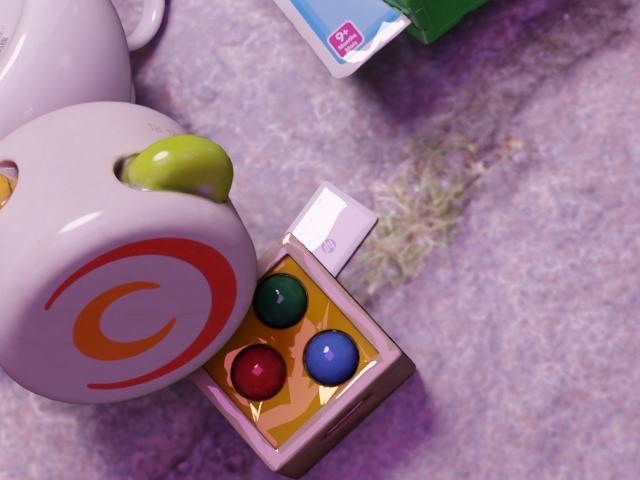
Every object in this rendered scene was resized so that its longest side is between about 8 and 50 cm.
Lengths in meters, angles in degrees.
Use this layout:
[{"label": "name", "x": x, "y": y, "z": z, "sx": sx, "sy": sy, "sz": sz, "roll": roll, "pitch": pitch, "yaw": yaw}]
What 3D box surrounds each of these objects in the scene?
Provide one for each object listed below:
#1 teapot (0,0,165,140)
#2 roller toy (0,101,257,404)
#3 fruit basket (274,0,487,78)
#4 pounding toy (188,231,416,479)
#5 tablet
[{"label": "teapot", "x": -0.232, "y": -0.105, "z": 1.344, "sx": 0.256, "sy": 0.187, "sz": 0.252, "roll": -36, "pitch": 44, "yaw": 18}, {"label": "roller toy", "x": -0.155, "y": 0.006, "z": 1.217, "sx": 0.209, "sy": 0.191, "sz": 0.146, "roll": -25, "pitch": 50, "yaw": -7}, {"label": "fruit basket", "x": 0.046, "y": -0.344, "z": 1.358, "sx": 0.327, "sy": 0.165, "sz": 0.353, "roll": -36, "pitch": 70, "yaw": 0}, {"label": "pounding toy", "x": -0.015, "y": 0.132, "z": 1.283, "sx": 0.181, "sy": 0.094, "sz": 0.206, "roll": -43, "pitch": 74, "yaw": 0}, {"label": "tablet", "x": 0.000, "y": 0.000, "z": 1.361, "sx": 0.054, "sy": 0.006, "sz": 0.083, "roll": 35, "pitch": 85, "yaw": 16}]
